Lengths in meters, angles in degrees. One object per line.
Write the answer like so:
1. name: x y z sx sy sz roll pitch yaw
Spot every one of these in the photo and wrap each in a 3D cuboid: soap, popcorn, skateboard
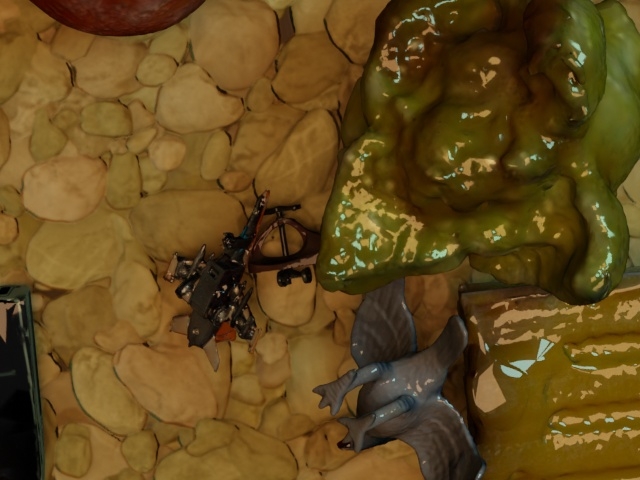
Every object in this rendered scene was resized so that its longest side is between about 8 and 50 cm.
1. soap: 0.275 0.147 1.473 0.281 0.143 0.259 -5 106 4
2. popcorn: 0.166 -0.075 1.358 0.325 0.290 0.321 47 114 23
3. skateboard: 0.000 0.000 1.498 0.151 0.067 0.080 -10 92 8

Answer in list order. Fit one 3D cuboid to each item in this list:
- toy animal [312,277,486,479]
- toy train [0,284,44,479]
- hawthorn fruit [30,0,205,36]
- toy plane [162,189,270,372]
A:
1. toy animal: 0.076 0.137 1.440 0.255 0.176 0.239 -39 69 36
2. toy train: -0.308 0.170 1.549 0.055 0.048 0.251 -2 107 -2
3. hawthorn fruit: -0.188 -0.281 1.363 0.231 0.263 0.235 -14 130 26
4. toy plane: -0.093 0.032 1.479 0.135 0.062 0.188 40 128 28
